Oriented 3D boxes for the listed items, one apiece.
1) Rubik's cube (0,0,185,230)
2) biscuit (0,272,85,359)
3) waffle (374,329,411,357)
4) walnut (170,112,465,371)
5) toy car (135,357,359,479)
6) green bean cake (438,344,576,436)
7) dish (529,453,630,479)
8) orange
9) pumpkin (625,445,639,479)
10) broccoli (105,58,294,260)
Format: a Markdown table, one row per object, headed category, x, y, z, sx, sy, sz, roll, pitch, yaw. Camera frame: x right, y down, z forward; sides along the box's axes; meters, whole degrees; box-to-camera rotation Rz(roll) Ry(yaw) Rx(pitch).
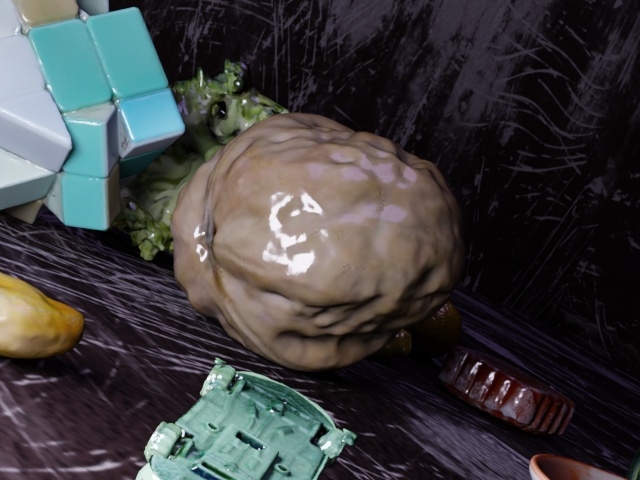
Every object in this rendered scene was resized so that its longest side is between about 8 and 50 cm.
| category | x | y | z | sx | sy | sz | roll | pitch | yaw |
| --- | --- | --- | --- | --- | --- | --- | --- | --- | --- |
| Rubik's cube | -0.275 | -0.118 | 1.448 | 0.213 | 0.265 | 0.224 | -19 | -8 | -31 |
| biscuit | -0.261 | 0.011 | 0.933 | 0.208 | 0.047 | 0.164 | 29 | 6 | 37 |
| waffle | 0.015 | 0.083 | 1.776 | 0.194 | 0.051 | 0.149 | 35 | 8 | 34 |
| walnut | -0.002 | 0.002 | 1.417 | 0.273 | 0.273 | 0.227 | 21 | 37 | -52 |
| toy car | -0.040 | 0.122 | 0.817 | 0.093 | 0.058 | 0.186 | 27 | 16 | 5 |
| green bean cake | 0.217 | 0.178 | 1.770 | 0.136 | 0.056 | 0.135 | 29 | 6 | 37 |
| dish | 0.238 | 0.233 | 0.974 | 0.260 | 0.085 | 0.260 | 24 | 4 | -2 |
| orange | 0.141 | 0.113 | 1.960 | 0.085 | 0.085 | 0.095 | 28 | -17 | 26 |
| pumpkin | 0.393 | 0.227 | 1.338 | 0.250 | 0.216 | 0.250 | -4 | -10 | -1 |
| broccoli | -0.119 | -0.080 | 1.655 | 0.263 | 0.247 | 0.243 | 6 | 2 | -14 |
